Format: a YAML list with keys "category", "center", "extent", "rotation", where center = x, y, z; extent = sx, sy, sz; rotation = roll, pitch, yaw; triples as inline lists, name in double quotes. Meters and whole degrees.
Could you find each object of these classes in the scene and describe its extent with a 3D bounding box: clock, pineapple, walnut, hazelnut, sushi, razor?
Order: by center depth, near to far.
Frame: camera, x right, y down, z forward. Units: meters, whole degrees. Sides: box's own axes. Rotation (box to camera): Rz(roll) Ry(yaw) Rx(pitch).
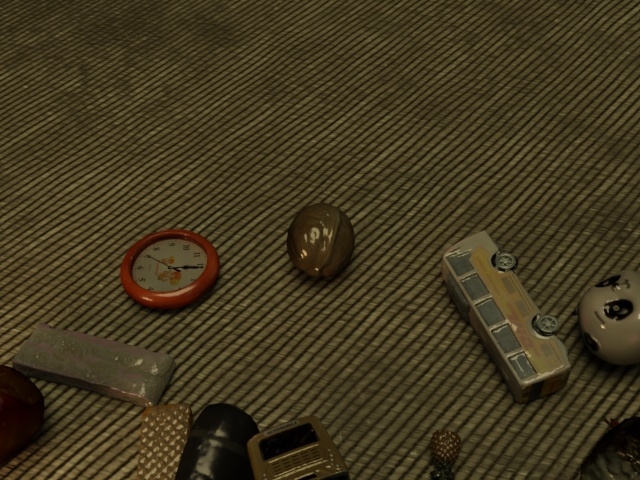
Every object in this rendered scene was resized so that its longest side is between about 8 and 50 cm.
- category: "razor"
  center: [-0.164, 0.433, 1.234]
  extent: [0.113, 0.204, 0.349]
  rotation: [-4, 47, 18]
- category: "sushi"
  center: [0.556, 0.416, 1.251]
  extent: [0.182, 0.196, 0.343]
  rotation: [-20, 55, -38]
- category: "pineapple"
  center: [0.206, 0.386, 1.358]
  extent: [0.058, 0.058, 0.124]
  rotation: [9, 51, 10]
- category: "hazelnut"
  center: [-0.584, 0.304, 1.400]
  extent: [0.204, 0.178, 0.178]
  rotation: [16, 52, 21]
- category: "walnut"
  center: [0.001, -0.001, 1.642]
  extent: [0.140, 0.140, 0.162]
  rotation: [0, 39, 2]
- category: "clock"
  center: [-0.310, 0.058, 1.657]
  extent: [0.205, 0.051, 0.205]
  rotation: [-1, 48, 1]

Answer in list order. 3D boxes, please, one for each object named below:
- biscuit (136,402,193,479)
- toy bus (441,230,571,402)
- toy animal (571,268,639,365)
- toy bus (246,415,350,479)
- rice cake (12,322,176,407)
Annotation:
- category: "biscuit"
  center: [-0.264, 0.445, 1.326]
  extent: [0.094, 0.054, 0.379]
  rotation: [-4, 50, 0]
- category: "toy bus"
  center: [0.352, 0.141, 1.536]
  extent: [0.138, 0.097, 0.342]
  rotation: [-22, 53, -7]
- category: "toy animal"
  center: [0.594, 0.145, 1.472]
  extent: [0.235, 0.165, 0.187]
  rotation: [5, 28, 6]
- category: "toy bus"
  center: [-0.023, 0.409, 1.204]
  extent: [0.139, 0.289, 0.157]
  rotation: [-18, 40, -11]
- category: "rice cake"
  center: [-0.428, 0.233, 1.515]
  extent: [0.298, 0.050, 0.106]
  rotation: [12, 51, 13]
